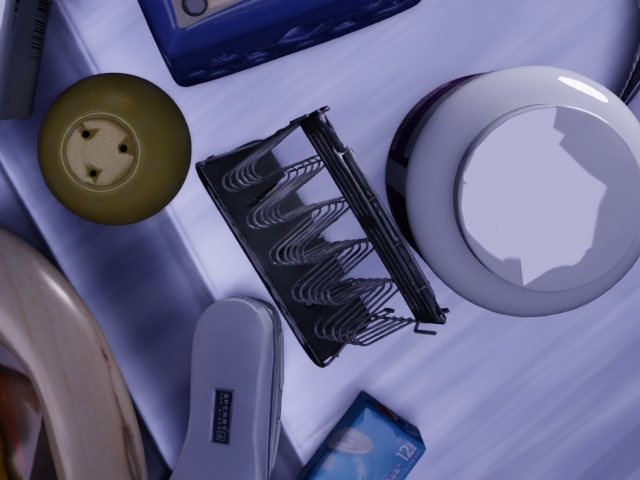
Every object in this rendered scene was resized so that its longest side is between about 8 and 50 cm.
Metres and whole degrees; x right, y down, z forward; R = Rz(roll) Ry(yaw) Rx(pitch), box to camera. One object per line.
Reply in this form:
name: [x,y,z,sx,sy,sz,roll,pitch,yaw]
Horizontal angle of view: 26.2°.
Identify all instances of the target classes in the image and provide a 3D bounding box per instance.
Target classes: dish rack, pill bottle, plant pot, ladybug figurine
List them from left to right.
ladybug figurine: [-0.294,0.189,1.146,0.305,0.162,0.449,-9,95,1]
plant pot: [-0.179,-0.075,1.157,0.134,0.095,0.134,0,96,-1]
plant pot: [-0.055,-0.266,1.085,0.236,0.212,0.236,-20,95,1]
dish rack: [0.000,0.000,1.090,0.074,0.271,0.208,-34,96,-13]
pill bottle: [0.148,-0.041,1.054,0.182,0.323,0.181,0,96,-1]

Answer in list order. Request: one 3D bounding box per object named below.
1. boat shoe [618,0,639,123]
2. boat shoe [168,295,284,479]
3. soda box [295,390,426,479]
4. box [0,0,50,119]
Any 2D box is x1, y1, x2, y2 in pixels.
boat shoe: [0.318,-0.206,1.160,0.102,0.108,0.301,39,108,27]
boat shoe: [-0.072,0.177,1.188,0.095,0.084,0.258,14,93,21]
soda box: [0.003,0.239,1.204,0.067,0.071,0.210,35,94,-5]
box: [-0.289,-0.194,1.100,0.119,0.182,0.181,10,95,-3]
